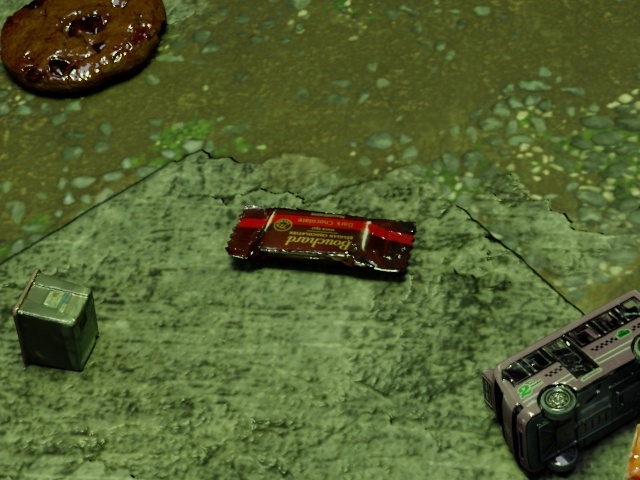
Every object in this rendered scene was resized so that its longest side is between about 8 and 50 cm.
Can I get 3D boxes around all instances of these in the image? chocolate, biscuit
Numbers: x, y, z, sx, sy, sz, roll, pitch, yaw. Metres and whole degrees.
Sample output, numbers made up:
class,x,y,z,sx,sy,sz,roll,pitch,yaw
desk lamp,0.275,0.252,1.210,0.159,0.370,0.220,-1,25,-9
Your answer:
class,x,y,z,sx,sy,sz,roll,pitch,yaw
chocolate,0.000,0.000,1.857,0.182,0.028,0.086,3,41,12
biscuit,-0.265,-0.236,2.106,0.192,0.049,0.192,-6,43,5

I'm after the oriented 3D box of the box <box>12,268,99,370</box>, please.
class,x,y,z,sx,sy,sz,roll,pitch,yaw
box,-0.249,0.079,1.795,0.063,0.085,0.060,12,50,10

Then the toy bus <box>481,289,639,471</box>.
class,x,y,z,sx,sy,sz,roll,pitch,yaw
toy bus,0.232,0.123,1.663,0.178,0.087,0.098,-27,47,-18

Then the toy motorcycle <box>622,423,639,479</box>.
class,x,y,z,sx,sy,sz,roll,pitch,yaw
toy motorcycle,0.346,0.223,1.513,0.221,0.148,0.326,11,57,16
